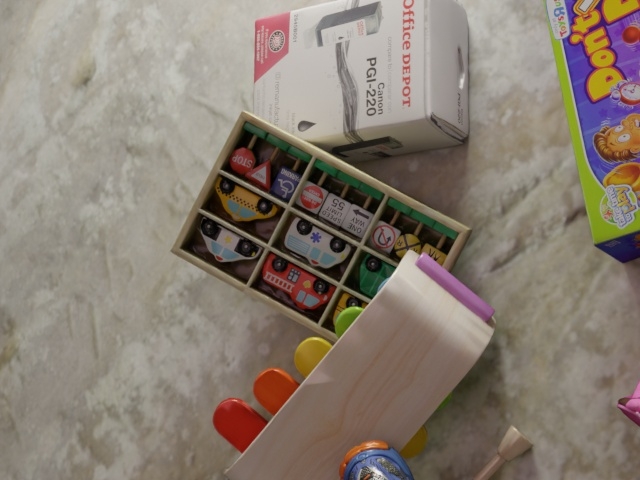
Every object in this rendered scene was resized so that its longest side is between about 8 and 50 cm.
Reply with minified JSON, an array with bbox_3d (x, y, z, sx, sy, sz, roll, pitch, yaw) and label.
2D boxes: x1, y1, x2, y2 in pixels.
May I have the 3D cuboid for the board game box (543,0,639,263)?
[{"bbox_3d":[0.345,-0.179,1.578,0.233,0.078,0.347,-19,67,26],"label":"board game box"}]

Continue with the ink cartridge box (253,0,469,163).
[{"bbox_3d":[0.041,-0.170,1.756,0.217,0.092,0.159,-8,72,28],"label":"ink cartridge box"}]

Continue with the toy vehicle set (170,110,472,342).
[{"bbox_3d":[0.000,0.000,1.698,0.266,0.035,0.166,28,96,12],"label":"toy vehicle set"}]

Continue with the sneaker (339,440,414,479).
[{"bbox_3d":[0.083,0.296,1.551,0.083,0.087,0.221,-32,97,5],"label":"sneaker"}]

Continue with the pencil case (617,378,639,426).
[{"bbox_3d":[0.350,0.084,1.487,0.095,0.098,0.209,30,92,34],"label":"pencil case"}]

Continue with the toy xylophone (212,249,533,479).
[{"bbox_3d":[0.055,0.182,1.628,0.322,0.081,0.236,-42,92,6],"label":"toy xylophone"}]
